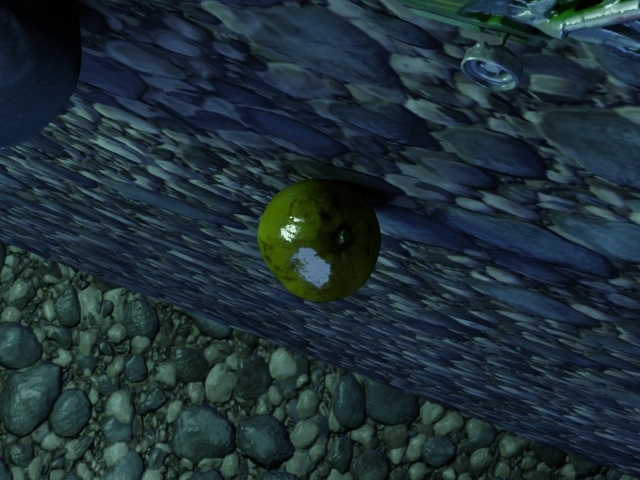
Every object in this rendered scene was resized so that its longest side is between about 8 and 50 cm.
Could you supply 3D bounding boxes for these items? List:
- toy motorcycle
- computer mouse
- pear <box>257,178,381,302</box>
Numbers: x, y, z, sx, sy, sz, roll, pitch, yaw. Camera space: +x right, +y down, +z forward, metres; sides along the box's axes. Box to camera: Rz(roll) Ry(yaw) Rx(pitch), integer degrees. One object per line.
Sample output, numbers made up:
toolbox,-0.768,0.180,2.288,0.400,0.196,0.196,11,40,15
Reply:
toy motorcycle,0.058,-0.117,0.502,0.190,0.074,0.106,17,161,20
computer mouse,-0.312,-0.138,0.974,0.203,0.114,0.374,26,170,-36
pear,0.000,0.000,1.129,0.107,0.107,0.131,23,178,-13
